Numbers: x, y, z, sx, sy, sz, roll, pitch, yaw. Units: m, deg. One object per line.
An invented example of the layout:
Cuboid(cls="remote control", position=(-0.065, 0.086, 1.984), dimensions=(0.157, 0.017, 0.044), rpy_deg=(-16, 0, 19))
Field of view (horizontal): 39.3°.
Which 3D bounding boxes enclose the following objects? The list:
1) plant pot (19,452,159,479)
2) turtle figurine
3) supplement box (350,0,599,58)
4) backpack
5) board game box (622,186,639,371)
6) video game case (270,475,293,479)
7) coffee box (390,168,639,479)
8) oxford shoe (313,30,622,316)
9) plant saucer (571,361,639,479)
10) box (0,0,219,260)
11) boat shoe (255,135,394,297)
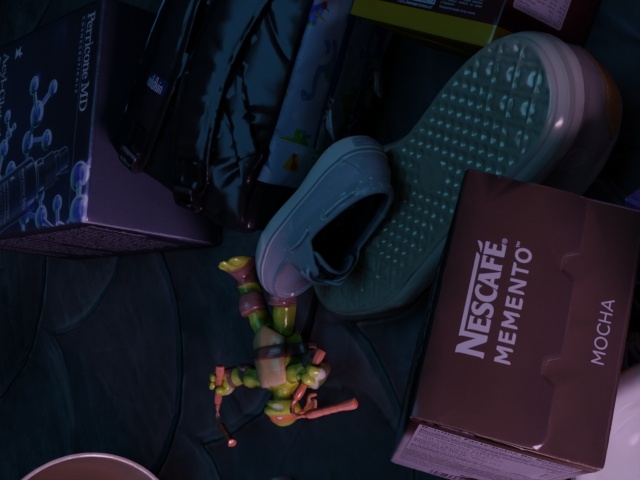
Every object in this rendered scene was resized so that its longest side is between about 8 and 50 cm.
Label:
Cuboid(cls="plant pot", position=(-0.344, 0.413, 1.202), dimensions=(0.274, 0.256, 0.256), rpy_deg=(-23, 66, 61))
Cuboid(cls="turtle figurine", position=(-0.044, 0.118, 1.023), dimensions=(0.269, 0.087, 0.217), rpy_deg=(-19, 76, 52))
Cuboid(cls="supplement box", position=(0.161, -0.276, 0.852), dimensions=(0.191, 0.129, 0.194), rpy_deg=(29, 104, 46))
Cuboid(cls="backpack", position=(-0.061, -0.224, 1.006), dimensions=(0.290, 0.273, 0.355), rpy_deg=(29, 119, 41))
Cuboid(cls="board game box", position=(0.342, 0.110, 0.560), dimensions=(0.347, 0.056, 0.208), rpy_deg=(36, 147, 44))
Cuboid(cls="video game case", position=(-0.044, 0.488, 0.995), dimensions=(0.300, 0.036, 0.329), rpy_deg=(47, 116, 41))
Cuboid(cls="coffee box", position=(0.131, 0.088, 0.672), dimensions=(0.119, 0.297, 0.168), rpy_deg=(14, 72, 7))
Cuboid(cls="oxford shoe", position=(0.119, -0.040, 0.867), dimensions=(0.449, 0.130, 0.169), rpy_deg=(-41, 60, 52))
Cuboid(cls="plant saucer", position=(0.327, 0.229, 0.528), dimensions=(0.400, 0.100, 0.400), rpy_deg=(48, 153, 35))
Cuboid(cls="box", position=(-0.335, -0.135, 1.291), dimensions=(0.395, 0.212, 0.293), rpy_deg=(-6, 78, 45))
Cuboid(cls="boat shoe", position=(0.001, 0.000, 0.871), dimensions=(0.227, 0.079, 0.081), rpy_deg=(-56, 40, 42))
